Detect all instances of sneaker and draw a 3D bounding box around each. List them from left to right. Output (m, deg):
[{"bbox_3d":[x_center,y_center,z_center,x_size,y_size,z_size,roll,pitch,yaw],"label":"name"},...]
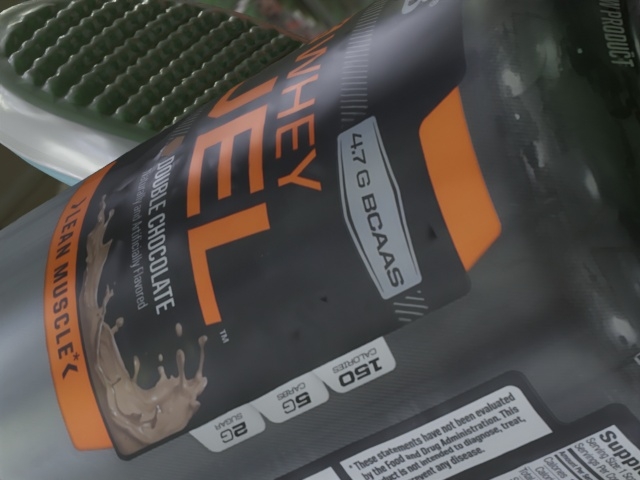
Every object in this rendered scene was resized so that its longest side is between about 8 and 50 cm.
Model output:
[{"bbox_3d":[0.000,0.000,0.905,0.366,0.150,0.135,16,-147,-20],"label":"sneaker"}]

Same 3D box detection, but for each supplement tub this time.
[{"bbox_3d":[0.043,0.022,0.663,0.207,0.338,0.207,37,-142,-36],"label":"supplement tub"}]
